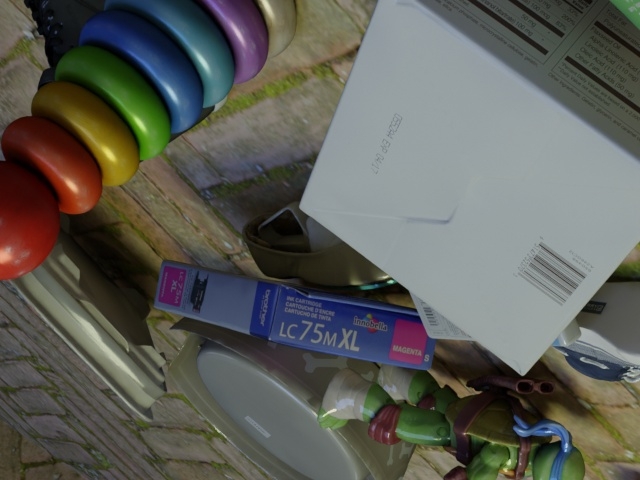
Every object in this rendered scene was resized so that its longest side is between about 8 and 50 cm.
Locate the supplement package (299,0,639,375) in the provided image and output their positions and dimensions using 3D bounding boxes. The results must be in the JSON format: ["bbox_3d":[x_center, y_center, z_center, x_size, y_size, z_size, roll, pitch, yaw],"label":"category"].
[{"bbox_3d":[0.129,-0.070,0.891,0.204,0.145,0.262,37,151,8],"label":"supplement package"}]

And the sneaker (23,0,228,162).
[{"bbox_3d":[-0.236,-0.186,1.267,0.296,0.147,0.104,44,158,-4],"label":"sneaker"}]

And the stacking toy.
[{"bbox_3d":[-0.166,-0.103,1.072,0.141,0.330,0.141,33,155,17],"label":"stacking toy"}]

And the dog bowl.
[{"bbox_3d":[-0.033,0.193,1.684,0.348,0.102,0.349,34,156,18],"label":"dog bowl"}]

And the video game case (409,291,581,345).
[{"bbox_3d":[0.113,-0.008,1.137,0.183,0.023,0.201,-2,114,58],"label":"video game case"}]

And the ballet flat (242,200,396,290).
[{"bbox_3d":[0.000,0.000,1.330,0.086,0.086,0.248,50,155,-21],"label":"ballet flat"}]

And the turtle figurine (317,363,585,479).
[{"bbox_3d":[0.135,0.238,1.393,0.266,0.198,0.275,28,150,35],"label":"turtle figurine"}]

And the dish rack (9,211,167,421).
[{"bbox_3d":[-0.300,0.073,1.793,0.285,0.072,0.333,51,180,-20],"label":"dish rack"}]

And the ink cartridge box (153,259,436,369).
[{"bbox_3d":[-0.018,0.073,1.363,0.185,0.065,0.311,13,175,-31],"label":"ink cartridge box"}]

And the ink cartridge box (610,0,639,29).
[{"bbox_3d":[0.138,-0.226,0.675,0.219,0.092,0.160,42,166,-4],"label":"ink cartridge box"}]

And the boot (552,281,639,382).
[{"bbox_3d":[0.251,0.080,1.115,0.086,0.069,0.190,46,165,-30],"label":"boot"}]
